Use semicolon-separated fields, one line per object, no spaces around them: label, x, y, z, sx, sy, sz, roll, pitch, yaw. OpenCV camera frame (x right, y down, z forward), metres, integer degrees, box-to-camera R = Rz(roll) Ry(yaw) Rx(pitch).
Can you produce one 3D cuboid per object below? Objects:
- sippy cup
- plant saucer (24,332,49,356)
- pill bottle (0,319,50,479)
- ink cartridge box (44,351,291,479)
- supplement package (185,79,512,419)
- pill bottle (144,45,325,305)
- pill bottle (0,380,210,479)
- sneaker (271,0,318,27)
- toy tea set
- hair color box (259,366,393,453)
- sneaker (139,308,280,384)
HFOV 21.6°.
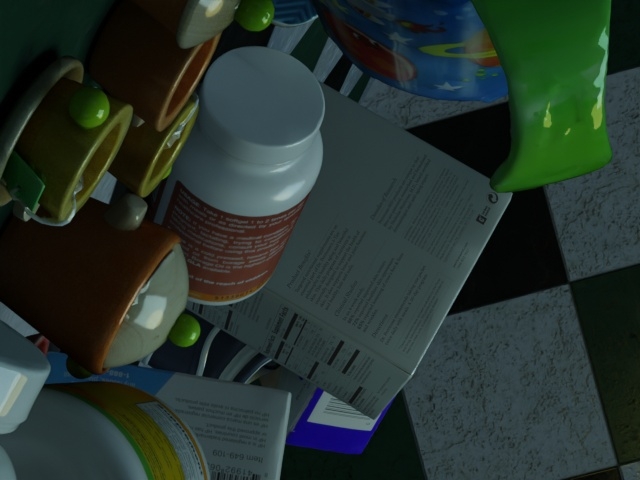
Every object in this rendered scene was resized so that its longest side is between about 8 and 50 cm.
sippy cup;0.072;-0.186;0.848;0.224;0.240;0.306;83;29;-70
plant saucer;-0.251;0.207;0.992;0.259;0.047;0.258;-57;164;-62
pill bottle;-0.199;0.122;0.700;0.208;0.117;0.117;-60;177;4
ink cartridge box;-0.148;0.256;1.339;0.197;0.198;0.270;116;-17;-68
supplement package;0.000;0.000;1.553;0.199;0.262;0.198;-59;178;-19
pill bottle;-0.067;-0.050;1.298;0.121;0.121;0.216;-58;177;-35
pill bottle;-0.138;0.149;0.960;0.136;0.136;0.245;-60;172;0
sneaker;0.020;-0.258;1.223;0.229;0.087;0.092;-53;-175;1
toy tea set;-0.086;-0.048;0.914;0.200;0.124;0.336;-59;177;-23
hair color box;-0.008;0.052;1.874;0.185;0.110;0.339;-61;-149;28
sneaker;-0.072;0.036;1.771;0.282;0.153;0.099;-59;178;-15
